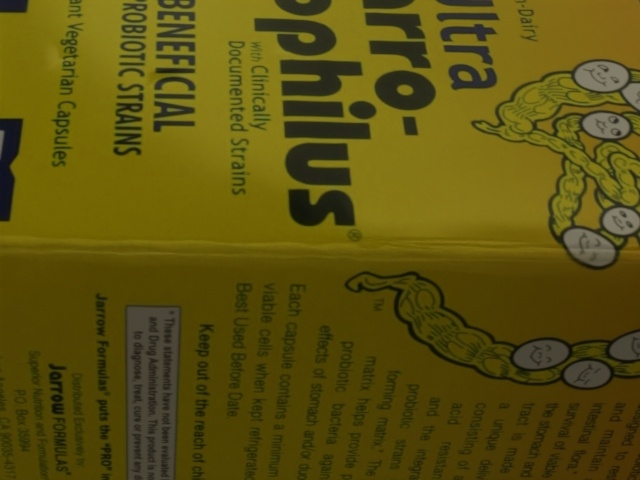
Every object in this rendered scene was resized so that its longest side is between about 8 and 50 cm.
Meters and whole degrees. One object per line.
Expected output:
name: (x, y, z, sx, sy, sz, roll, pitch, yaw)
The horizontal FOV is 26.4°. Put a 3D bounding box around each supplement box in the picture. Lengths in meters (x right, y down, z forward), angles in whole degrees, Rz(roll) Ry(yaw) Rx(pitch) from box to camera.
supplement box: (0.000, 0.000, 0.589, 0.357, 0.195, 0.194, 1, -133, -7)
